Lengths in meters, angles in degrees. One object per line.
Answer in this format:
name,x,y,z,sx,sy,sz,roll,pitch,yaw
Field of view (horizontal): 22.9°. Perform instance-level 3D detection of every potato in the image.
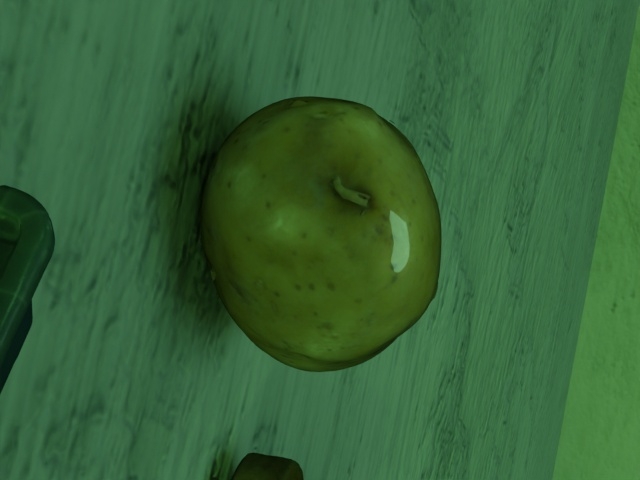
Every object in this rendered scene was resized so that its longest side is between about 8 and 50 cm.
potato,0.000,0.000,0.728,0.109,0.118,0.178,-40,169,-9

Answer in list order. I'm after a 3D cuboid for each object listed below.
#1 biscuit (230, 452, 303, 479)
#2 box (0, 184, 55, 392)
biscuit,-0.017,0.220,0.915,0.320,0.047,0.183,72,29,-59
box,-0.116,0.032,0.411,0.054,0.074,0.099,101,7,-59
